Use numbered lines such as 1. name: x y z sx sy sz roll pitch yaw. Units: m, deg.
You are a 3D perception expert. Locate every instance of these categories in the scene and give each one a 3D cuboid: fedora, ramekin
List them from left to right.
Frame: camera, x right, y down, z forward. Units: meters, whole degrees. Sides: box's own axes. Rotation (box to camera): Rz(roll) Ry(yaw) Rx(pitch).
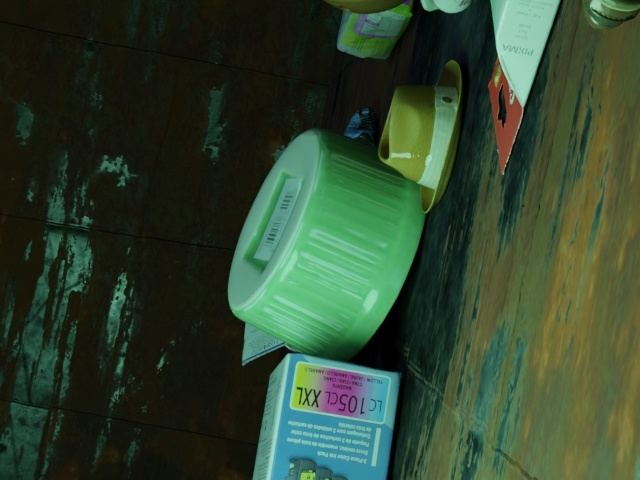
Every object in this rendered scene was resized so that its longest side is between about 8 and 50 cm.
1. ramekin: 0.000 0.000 1.771 0.303 0.148 0.303 -55 21 32
2. fedora: 0.115 -0.129 1.619 0.194 0.079 0.194 -170 90 -84

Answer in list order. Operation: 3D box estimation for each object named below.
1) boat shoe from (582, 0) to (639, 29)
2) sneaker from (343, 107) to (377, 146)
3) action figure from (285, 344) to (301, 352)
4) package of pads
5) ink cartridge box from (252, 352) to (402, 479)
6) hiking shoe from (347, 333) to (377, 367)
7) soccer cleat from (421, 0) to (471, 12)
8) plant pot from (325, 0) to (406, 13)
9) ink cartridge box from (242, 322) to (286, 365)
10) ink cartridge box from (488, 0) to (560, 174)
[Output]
1. boat shoe: 0.202 -0.230 0.949 0.060 0.064 0.178 118 159 -67
2. sneaker: 0.069 -0.198 2.368 0.162 0.063 0.073 -105 29 -78
3. action figure: -0.007 0.149 2.058 0.164 0.140 0.276 -171 91 -73
4. package of pads: 0.106 -0.439 2.246 0.296 0.101 0.229 130 152 -81
5. ink cartridge box: -0.016 0.356 1.677 0.270 0.151 0.396 121 161 -77
6. hiking shoe: 0.029 0.220 1.930 0.114 0.086 0.227 39 -109 -88
7. soccer cleat: 0.160 -0.331 1.500 0.331 0.116 0.143 -146 50 -87
8. plant pot: 0.061 -0.458 1.969 0.203 0.290 0.291 54 -136 -73
9. ink cartridge box: -0.010 0.074 1.983 0.045 0.223 0.224 49 -152 -33
10. ink cartridge box: 0.175 -0.205 1.282 0.181 0.056 0.225 -86 10 -54
